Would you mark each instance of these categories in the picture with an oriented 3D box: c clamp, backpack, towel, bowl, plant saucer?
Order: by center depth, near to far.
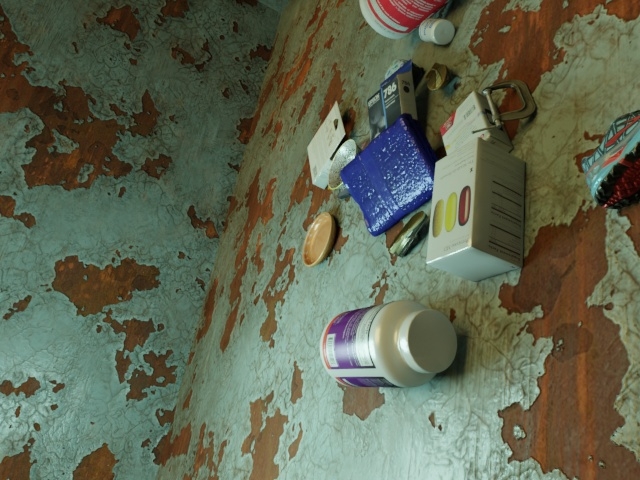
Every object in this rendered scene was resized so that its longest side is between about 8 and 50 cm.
[{"bbox_3d":[0.394,-0.300,1.213,0.137,0.022,0.160,-6,48,16],"label":"c clamp"},{"bbox_3d":[0.196,-0.172,1.501,0.308,0.076,0.227,-39,74,50],"label":"towel"},{"bbox_3d":[0.251,-0.514,1.735,0.105,0.084,0.114,-60,23,18],"label":"backpack"},{"bbox_3d":[0.099,-0.229,1.772,0.170,0.080,0.170,-49,30,41],"label":"bowl"},{"bbox_3d":[0.000,0.000,1.918,0.200,0.037,0.200,-49,30,41],"label":"plant saucer"}]

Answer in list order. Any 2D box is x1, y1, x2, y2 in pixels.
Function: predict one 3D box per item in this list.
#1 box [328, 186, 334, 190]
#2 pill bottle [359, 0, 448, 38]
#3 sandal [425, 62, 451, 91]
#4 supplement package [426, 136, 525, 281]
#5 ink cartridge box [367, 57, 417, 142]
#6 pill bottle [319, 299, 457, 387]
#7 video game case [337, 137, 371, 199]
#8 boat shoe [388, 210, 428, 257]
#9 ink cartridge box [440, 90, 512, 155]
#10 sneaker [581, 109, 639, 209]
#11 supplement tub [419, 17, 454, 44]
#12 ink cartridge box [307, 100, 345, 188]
[{"bbox_3d":[0.064,-0.239,1.952,0.136,0.028,0.081,132,154,-65],"label":"box"},{"bbox_3d":[0.310,-0.801,1.662,0.408,0.229,0.229,-20,53,61],"label":"pill bottle"},{"bbox_3d":[0.335,-0.454,1.555,0.072,0.049,0.180,-52,13,23],"label":"sandal"},{"bbox_3d":[0.318,-0.058,1.133,0.139,0.134,0.244,-32,43,56],"label":"supplement package"},{"bbox_3d":[0.209,-0.353,1.617,0.165,0.065,0.332,-30,59,57],"label":"ink cartridge box"},{"bbox_3d":[0.144,0.229,1.218,0.323,0.182,0.181,-24,49,59],"label":"pill bottle"},{"bbox_3d":[0.151,-0.248,1.811,0.274,0.026,0.196,-14,58,64],"label":"video game case"},{"bbox_3d":[0.230,-0.014,1.405,0.152,0.049,0.056,-53,9,43],"label":"boat shoe"},{"bbox_3d":[0.355,-0.237,1.283,0.127,0.072,0.175,-48,30,39],"label":"ink cartridge box"},{"bbox_3d":[0.505,-0.179,0.863,0.262,0.104,0.125,-53,25,32],"label":"sneaker"},{"bbox_3d":[0.342,-0.617,1.638,0.071,0.071,0.107,-63,23,14],"label":"supplement tub"},{"bbox_3d":[0.038,-0.367,2.117,0.239,0.060,0.275,-54,27,30],"label":"ink cartridge box"}]
